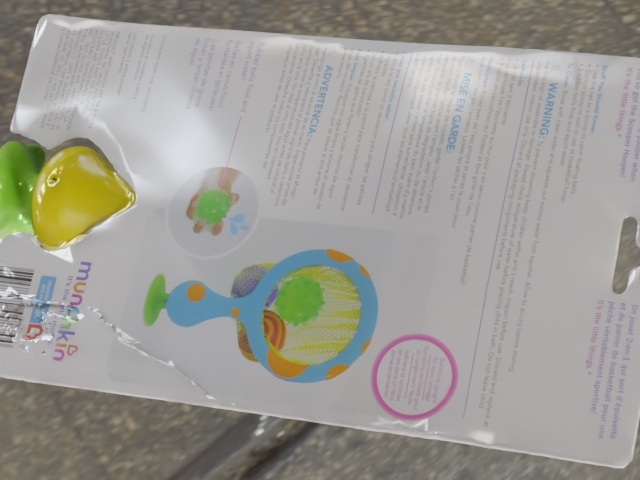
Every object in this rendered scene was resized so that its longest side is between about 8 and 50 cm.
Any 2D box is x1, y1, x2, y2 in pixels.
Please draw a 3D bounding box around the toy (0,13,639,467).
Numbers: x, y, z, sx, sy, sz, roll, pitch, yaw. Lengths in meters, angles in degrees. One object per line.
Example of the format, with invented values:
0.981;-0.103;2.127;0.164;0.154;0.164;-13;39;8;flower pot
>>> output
0.000;0.000;0.619;0.237;0.056;0.137;8;71;16;toy
